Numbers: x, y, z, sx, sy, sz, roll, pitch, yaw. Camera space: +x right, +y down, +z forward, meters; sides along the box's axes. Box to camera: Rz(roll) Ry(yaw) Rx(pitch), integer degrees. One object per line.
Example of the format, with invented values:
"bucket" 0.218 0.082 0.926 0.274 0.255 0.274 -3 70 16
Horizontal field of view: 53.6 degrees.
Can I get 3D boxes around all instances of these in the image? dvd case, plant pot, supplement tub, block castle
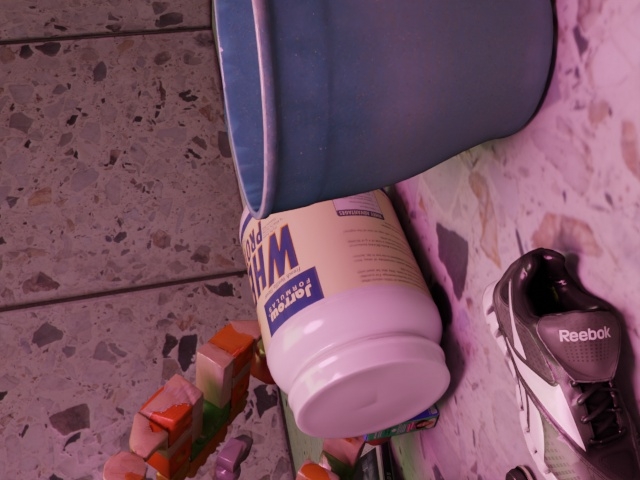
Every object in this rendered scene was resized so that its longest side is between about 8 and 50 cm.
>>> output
"dvd case" 0.074 0.488 1.132 0.179 0.029 0.239 -48 33 37
"plant pot" 0.049 -0.168 0.568 0.271 0.255 0.272 172 90 -77
"supplement tub" 0.026 0.076 0.871 0.236 0.235 0.325 97 161 -49
"block castle" -0.091 0.327 0.971 0.302 0.453 0.213 26 131 18

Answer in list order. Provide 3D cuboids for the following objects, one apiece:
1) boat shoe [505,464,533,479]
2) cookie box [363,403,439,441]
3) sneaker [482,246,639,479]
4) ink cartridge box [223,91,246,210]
"boat shoe" 0.207 0.302 0.660 0.049 0.041 0.133 -164 68 -78
"cookie box" 0.104 0.234 0.921 0.092 0.107 0.040 -111 18 -45
"sneaker" 0.196 0.104 0.494 0.106 0.078 0.235 95 164 -54
"ink cartridge box" -0.118 -0.231 1.474 0.286 0.166 0.395 101 158 -57
